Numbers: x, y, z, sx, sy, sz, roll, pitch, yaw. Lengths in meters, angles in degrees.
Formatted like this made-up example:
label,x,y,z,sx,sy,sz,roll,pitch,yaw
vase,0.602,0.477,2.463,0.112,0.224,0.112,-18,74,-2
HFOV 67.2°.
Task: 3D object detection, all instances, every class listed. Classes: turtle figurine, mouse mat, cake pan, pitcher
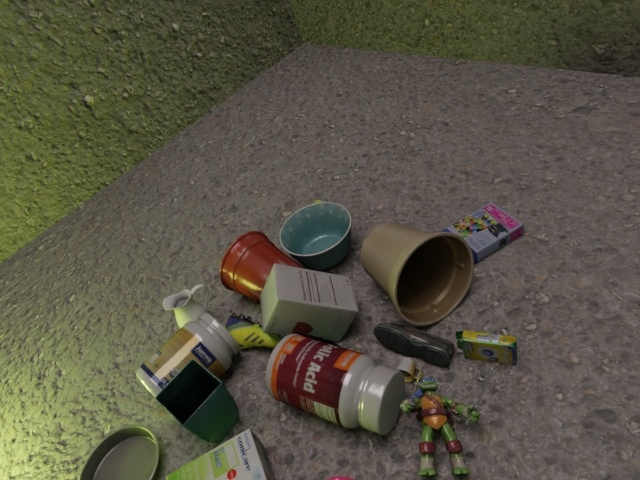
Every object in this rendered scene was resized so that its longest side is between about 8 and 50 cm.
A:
label,x,y,z,sx,sy,sz,roll,pitch,yaw
turtle figurine,0.326,0.490,1.311,0.274,0.197,0.267,-41,43,48
mouse mat,0.009,0.349,1.635,0.152,0.190,0.007,8,67,31
cake pan,-0.657,0.762,1.597,0.293,0.054,0.293,-13,43,12
pitcher,-0.498,0.276,1.915,0.177,0.207,0.125,-30,42,-9

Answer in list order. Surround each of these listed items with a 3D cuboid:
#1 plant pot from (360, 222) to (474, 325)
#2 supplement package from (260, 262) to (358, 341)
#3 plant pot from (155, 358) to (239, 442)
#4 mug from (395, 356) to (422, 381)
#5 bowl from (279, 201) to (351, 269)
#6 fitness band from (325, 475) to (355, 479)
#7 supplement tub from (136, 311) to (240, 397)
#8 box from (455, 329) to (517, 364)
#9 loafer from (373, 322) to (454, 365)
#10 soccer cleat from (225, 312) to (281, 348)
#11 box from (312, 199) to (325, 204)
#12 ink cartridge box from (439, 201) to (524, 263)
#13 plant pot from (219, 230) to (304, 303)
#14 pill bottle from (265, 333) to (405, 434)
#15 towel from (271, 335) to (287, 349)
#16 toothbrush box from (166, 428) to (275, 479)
label,x,y,z,sx,sy,sz,roll,pitch,yaw
plant pot,0.312,0.082,1.709,0.333,0.334,0.305,-34,32,-13
supplement package,-0.046,0.222,1.692,0.292,0.178,0.175,11,38,-20
plant pot,-0.375,0.541,1.565,0.165,0.234,0.166,23,59,39
mug,0.281,0.416,1.550,0.062,0.078,0.064,-31,18,44
bowl,0.000,0.000,2.016,0.311,0.163,0.312,-13,43,12
fitness band,0.029,0.764,1.254,0.209,0.054,0.291,28,55,28
supplement tub,-0.464,0.435,1.720,0.228,0.228,0.316,24,60,40
box,0.510,0.330,1.491,0.179,0.105,0.043,4,47,28
loafer,0.311,0.333,1.603,0.267,0.096,0.084,18,35,28
soccer cleat,-0.254,0.361,1.808,0.289,0.093,0.121,14,84,43
box,-0.032,-0.110,2.236,0.109,0.042,0.178,24,59,40
ink cartridge box,0.594,-0.016,1.849,0.311,0.065,0.186,-31,42,-7
plant pot,-0.210,0.138,1.912,0.265,0.272,0.272,28,62,32
pill bottle,0.045,0.441,1.491,0.391,0.224,0.224,9,51,31
towel,-0.119,0.369,1.790,0.151,0.023,0.113,15,55,35
toothbrush box,-0.284,0.731,1.414,0.283,0.122,0.206,-27,42,-6
